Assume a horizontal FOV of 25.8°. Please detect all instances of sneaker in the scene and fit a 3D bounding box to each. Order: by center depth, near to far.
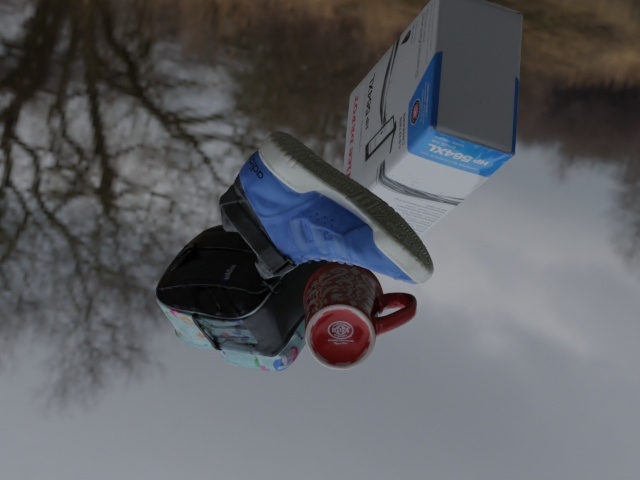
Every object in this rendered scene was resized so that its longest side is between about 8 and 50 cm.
[{"bbox_3d":[0.000,0.000,0.960,0.152,0.084,0.058,35,-159,-21],"label":"sneaker"}]

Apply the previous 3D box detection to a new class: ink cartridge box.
[{"bbox_3d":[0.096,-0.107,1.258,0.086,0.148,0.203,15,152,-18],"label":"ink cartridge box"}]

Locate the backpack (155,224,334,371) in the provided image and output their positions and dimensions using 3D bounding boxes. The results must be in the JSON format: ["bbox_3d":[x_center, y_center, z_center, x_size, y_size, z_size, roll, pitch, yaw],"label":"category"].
[{"bbox_3d":[-0.119,0.080,2.172,0.253,0.191,0.225,6,-134,33],"label":"backpack"}]

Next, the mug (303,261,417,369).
[{"bbox_3d":[0.043,0.093,1.863,0.113,0.150,0.169,57,-170,-10],"label":"mug"}]
